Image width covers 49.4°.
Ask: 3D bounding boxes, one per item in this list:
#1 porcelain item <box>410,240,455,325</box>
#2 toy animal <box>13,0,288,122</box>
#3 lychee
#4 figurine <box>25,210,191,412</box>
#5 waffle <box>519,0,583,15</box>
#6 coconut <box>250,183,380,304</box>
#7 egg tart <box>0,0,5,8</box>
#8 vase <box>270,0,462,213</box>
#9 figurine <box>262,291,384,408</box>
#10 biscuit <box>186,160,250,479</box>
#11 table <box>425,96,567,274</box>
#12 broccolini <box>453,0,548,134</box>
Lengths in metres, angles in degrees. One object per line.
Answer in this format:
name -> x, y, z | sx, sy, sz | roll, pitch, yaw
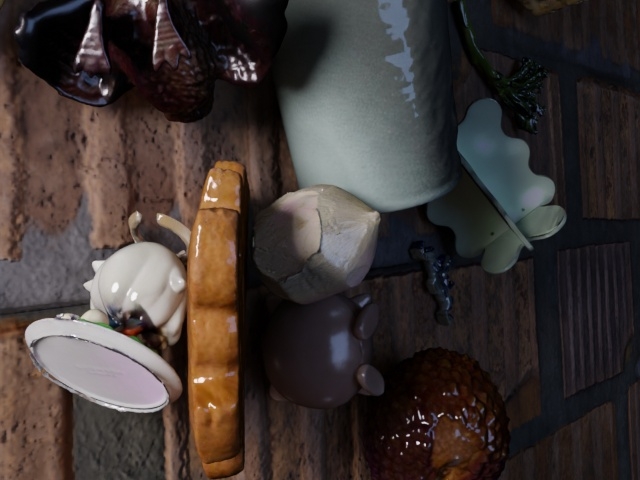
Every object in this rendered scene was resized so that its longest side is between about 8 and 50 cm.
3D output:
porcelain item -> 0.171, 0.047, 0.985 | 0.075, 0.021, 0.136 | -47, 121, -42
toy animal -> -0.129, -0.171, 0.585 | 0.179, 0.218, 0.116 | 75, 3, -82
lychee -> 0.134, 0.220, 0.838 | 0.188, 0.188, 0.188 | 3, 86, -47
figurine -> -0.154, 0.046, 0.581 | 0.132, 0.132, 0.154 | 48, 43, -34
waffle -> 0.338, -0.496, 1.017 | 0.376, 0.260, 0.114 | 21, 65, -44
coconut -> 0.000, 0.000, 0.651 | 0.110, 0.124, 0.110 | 48, 23, -29
egg tart -> -0.313, -0.262, 0.411 | 0.314, 0.120, 0.315 | 1, 89, -47
vase -> 0.049, -0.187, 0.717 | 0.245, 0.245, 0.291 | -32, 117, -43
figurine -> -0.001, 0.110, 0.716 | 0.125, 0.138, 0.125 | 8, 80, -51
biscuit -> -0.085, 0.044, 0.596 | 0.306, 0.043, 0.284 | -95, -173, -53
table -> 0.212, -0.080, 0.945 | 0.198, 0.166, 0.167 | 46, 57, -27
broccolini -> 0.295, -0.298, 1.115 | 0.271, 0.062, 0.123 | 43, 49, -34
